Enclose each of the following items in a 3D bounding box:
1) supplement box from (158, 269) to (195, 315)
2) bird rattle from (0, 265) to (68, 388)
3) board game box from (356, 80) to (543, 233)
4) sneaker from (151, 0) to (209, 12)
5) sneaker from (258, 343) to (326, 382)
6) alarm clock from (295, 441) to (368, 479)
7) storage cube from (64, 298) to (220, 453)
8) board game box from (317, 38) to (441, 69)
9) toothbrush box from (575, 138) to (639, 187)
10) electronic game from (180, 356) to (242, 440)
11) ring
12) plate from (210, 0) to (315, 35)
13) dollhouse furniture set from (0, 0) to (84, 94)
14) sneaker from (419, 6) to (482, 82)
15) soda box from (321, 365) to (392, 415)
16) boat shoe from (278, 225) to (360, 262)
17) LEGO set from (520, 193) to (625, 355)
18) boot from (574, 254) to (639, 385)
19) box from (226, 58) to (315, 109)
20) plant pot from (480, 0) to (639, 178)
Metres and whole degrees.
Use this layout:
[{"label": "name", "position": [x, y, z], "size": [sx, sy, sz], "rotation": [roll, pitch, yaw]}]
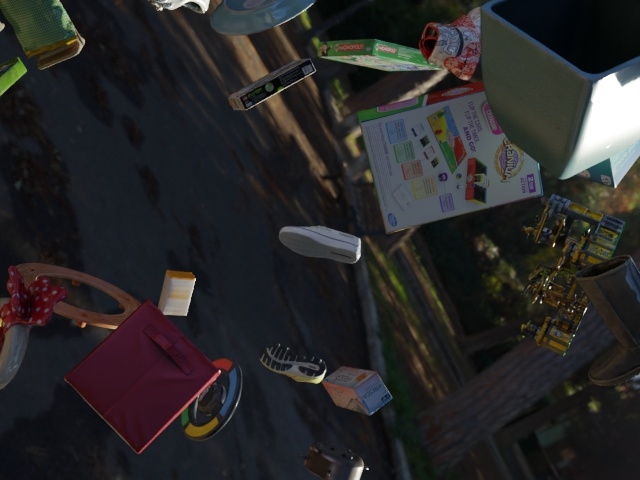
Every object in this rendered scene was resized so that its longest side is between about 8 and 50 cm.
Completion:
[{"label": "supplement box", "position": [-0.331, 0.121, 1.809], "size": [0.062, 0.098, 0.036], "rotation": [7, 20, -30]}, {"label": "bird rattle", "position": [-0.550, 0.161, 1.381], "size": [0.143, 0.253, 0.207], "rotation": [25, 66, -53]}, {"label": "board game box", "position": [0.250, -0.165, 1.512], "size": [0.064, 0.316, 0.242], "rotation": [-95, 171, -64]}, {"label": "sneaker", "position": [-0.304, -0.490, 1.510], "size": [0.258, 0.094, 0.091], "rotation": [-6, 103, -47]}, {"label": "sneaker", "position": [-0.084, 0.372, 2.304], "size": [0.094, 0.208, 0.081], "rotation": [84, 29, -56]}, {"label": "alarm clock", "position": [0.045, 0.505, 1.791], "size": [0.129, 0.064, 0.192], "rotation": [18, -4, 44]}, {"label": "storage cube", "position": [-0.313, 0.245, 1.408], "size": [0.183, 0.193, 0.215], "rotation": [45, -17, 1]}, {"label": "board game box", "position": [0.177, -0.537, 2.296], "size": [0.317, 0.213, 0.046], "rotation": [-2, 100, -46]}, {"label": "toothbrush box", "position": [0.593, -0.294, 1.632], "size": [0.126, 0.216, 0.295], "rotation": [24, -26, 43]}, {"label": "electronic game", "position": [-0.285, 0.411, 2.051], "size": [0.048, 0.229, 0.229], "rotation": [36, 21, -33]}, {"label": "ring", "position": [-0.574, 0.139, 1.878], "size": [0.336, 0.032, 0.336], "rotation": [25, 8, -4]}, {"label": "plate", "position": [-0.084, -0.372, 1.194], "size": [0.188, 0.188, 0.024], "rotation": [-110, 178, -50]}, {"label": "dollhouse furniture set", "position": [-0.735, -0.467, 1.839], "size": [0.198, 0.301, 0.151], "rotation": [62, 29, -28]}, {"label": "sneaker", "position": [0.295, -0.453, 1.718], "size": [0.145, 0.090, 0.270], "rotation": [19, 44, -8]}, {"label": "soda box", "position": [0.066, 0.287, 1.518], "size": [0.063, 0.058, 0.183], "rotation": [58, -18, -5]}, {"label": "boat shoe", "position": [0.000, 0.000, 2.144], "size": [0.083, 0.226, 0.076], "rotation": [114, -7, -46]}, {"label": "LEGO set", "position": [0.496, 0.060, 1.682], "size": [0.255, 0.192, 0.331], "rotation": [-46, 154, -45]}, {"label": "boot", "position": [0.504, 0.142, 1.369], "size": [0.208, 0.189, 0.076], "rotation": [47, 32, -15]}, {"label": "box", "position": [-0.124, -0.386, 1.948], "size": [0.036, 0.207, 0.114], "rotation": [63, -17, -20]}, {"label": "plant pot", "position": [0.412, -0.251, 1.272], "size": [0.247, 0.247, 0.252], "rotation": [50, -25, 37]}]
